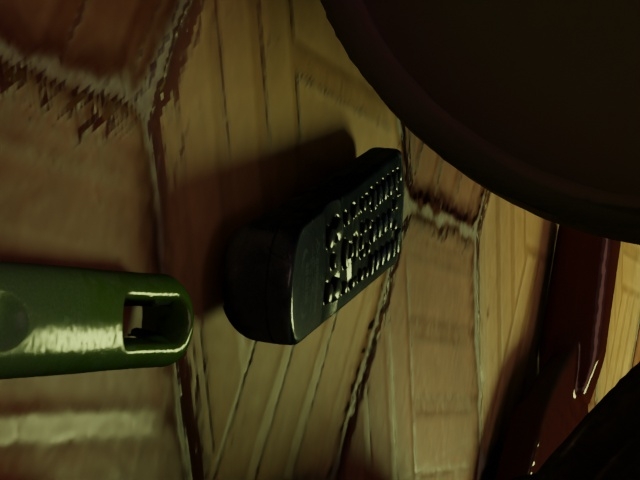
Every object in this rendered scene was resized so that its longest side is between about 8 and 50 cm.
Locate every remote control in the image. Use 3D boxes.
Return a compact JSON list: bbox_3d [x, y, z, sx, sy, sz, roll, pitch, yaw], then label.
[{"bbox_3d":[0.002,0.000,0.549,0.152,0.027,0.044,-30,117,-70],"label":"remote control"}]

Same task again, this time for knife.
[{"bbox_3d":[-0.071,0.007,0.349,0.212,0.015,0.054,11,76,-71],"label":"knife"}]

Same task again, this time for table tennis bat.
[{"bbox_3d":[0.131,0.137,0.958,0.200,0.038,0.310,51,47,-65],"label":"table tennis bat"}]

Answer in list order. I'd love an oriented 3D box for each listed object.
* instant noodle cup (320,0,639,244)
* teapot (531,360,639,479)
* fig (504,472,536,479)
[{"bbox_3d":[0.155,-0.130,0.562,0.254,0.325,0.326,-10,104,-62],"label":"instant noodle cup"},{"bbox_3d":[0.151,0.191,0.462,0.239,0.239,0.322,8,114,-50],"label":"teapot"},{"bbox_3d":[0.139,0.200,0.693,0.203,0.235,0.203,2,90,-75],"label":"fig"}]
